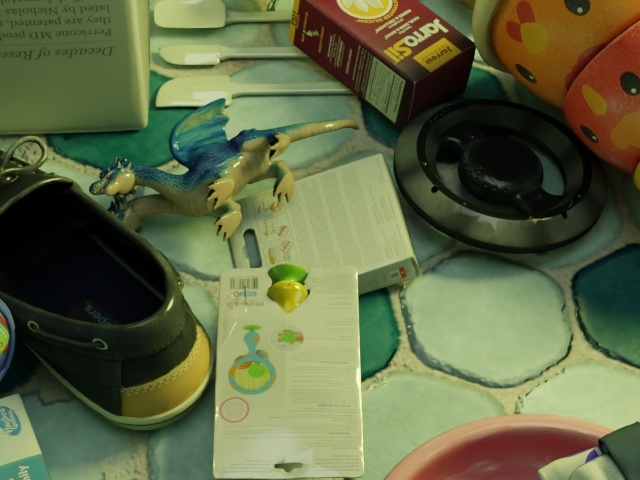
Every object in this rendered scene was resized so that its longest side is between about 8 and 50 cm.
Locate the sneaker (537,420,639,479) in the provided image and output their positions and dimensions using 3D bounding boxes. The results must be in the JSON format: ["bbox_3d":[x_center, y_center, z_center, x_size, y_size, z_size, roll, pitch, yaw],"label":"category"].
[{"bbox_3d":[0.296,0.146,1.356,0.236,0.130,0.323,-3,75,6],"label":"sneaker"}]

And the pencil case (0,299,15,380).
[{"bbox_3d":[-0.429,0.075,1.514,0.306,0.119,0.133,12,37,29],"label":"pencil case"}]

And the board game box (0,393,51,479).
[{"bbox_3d":[-0.378,0.298,1.403,0.336,0.079,0.254,-18,53,-16],"label":"board game box"}]

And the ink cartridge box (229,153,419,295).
[{"bbox_3d":[0.000,0.000,1.696,0.179,0.045,0.145,-19,52,6],"label":"ink cartridge box"}]

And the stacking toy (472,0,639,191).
[{"bbox_3d":[0.402,-0.131,1.658,0.350,0.350,0.480,-20,66,-17],"label":"stacking toy"}]

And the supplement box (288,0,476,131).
[{"bbox_3d":[0.067,-0.220,1.830,0.104,0.081,0.188,-35,63,-31],"label":"supplement box"}]

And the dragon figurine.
[{"bbox_3d":[-0.103,-0.087,1.703,0.289,0.085,0.144,-38,47,-23],"label":"dragon figurine"}]

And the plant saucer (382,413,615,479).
[{"bbox_3d":[0.189,0.304,1.406,0.332,0.084,0.332,1,49,-1],"label":"plant saucer"}]

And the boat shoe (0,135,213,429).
[{"bbox_3d":[-0.304,-0.007,1.609,0.500,0.156,0.187,35,60,26],"label":"boat shoe"}]

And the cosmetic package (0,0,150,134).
[{"bbox_3d":[-0.356,-0.359,1.739,0.327,0.394,0.329,-3,51,-3],"label":"cosmetic package"}]

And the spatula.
[{"bbox_3d":[-0.068,-0.219,1.875,0.242,0.019,0.168,-2,50,-3],"label":"spatula"}]

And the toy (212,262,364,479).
[{"bbox_3d":[-0.030,0.131,1.564,0.137,0.056,0.237,-1,55,0],"label":"toy"}]

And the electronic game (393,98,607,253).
[{"bbox_3d":[0.190,-0.072,1.741,0.229,0.048,0.229,5,45,-5],"label":"electronic game"}]

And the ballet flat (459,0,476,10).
[{"bbox_3d":[0.162,-0.337,1.958,0.073,0.080,0.232,-22,46,17],"label":"ballet flat"}]
